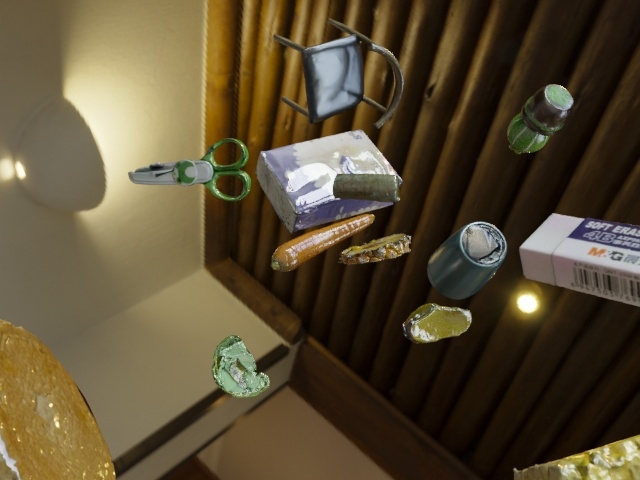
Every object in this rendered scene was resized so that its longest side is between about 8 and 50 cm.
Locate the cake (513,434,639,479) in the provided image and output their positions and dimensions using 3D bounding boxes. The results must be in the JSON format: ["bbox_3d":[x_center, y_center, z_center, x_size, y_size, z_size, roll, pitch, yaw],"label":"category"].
[{"bbox_3d":[0.481,0.415,1.007,0.227,0.286,0.222,102,-25,-66],"label":"cake"}]

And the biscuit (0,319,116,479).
[{"bbox_3d":[-0.243,0.171,0.577,0.225,0.042,0.226,62,-5,10],"label":"biscuit"}]

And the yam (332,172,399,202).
[{"bbox_3d":[0.087,-0.101,1.267,0.133,0.054,0.054,4,-64,21],"label":"yam"}]

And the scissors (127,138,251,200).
[{"bbox_3d":[-0.215,-0.109,1.087,0.205,0.027,0.100,-3,-84,11],"label":"scissors"}]

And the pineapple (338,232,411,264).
[{"bbox_3d":[0.149,0.028,1.805,0.221,0.221,0.047,-10,-82,46],"label":"pineapple"}]

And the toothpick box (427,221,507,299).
[{"bbox_3d":[0.293,0.038,1.331,0.120,0.120,0.184,48,-20,12],"label":"toothpick box"}]

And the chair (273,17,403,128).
[{"bbox_3d":[0.033,-0.356,1.443,0.272,0.166,0.188,39,-34,46],"label":"chair"}]

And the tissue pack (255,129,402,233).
[{"bbox_3d":[0.024,-0.171,1.847,0.242,0.344,0.125,57,-29,30],"label":"tissue pack"}]

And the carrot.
[{"bbox_3d":[0.000,0.000,1.456,0.062,0.271,0.066,50,-33,23],"label":"carrot"}]

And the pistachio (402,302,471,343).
[{"bbox_3d":[0.273,0.193,1.591,0.049,0.173,0.089,142,-63,-77],"label":"pistachio"}]

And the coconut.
[{"bbox_3d":[-0.202,0.302,1.578,0.055,0.133,0.158,-17,-85,59],"label":"coconut"}]

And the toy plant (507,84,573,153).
[{"bbox_3d":[0.449,-0.243,1.384,0.093,0.093,0.162,47,-35,13],"label":"toy plant"}]

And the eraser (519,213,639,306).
[{"bbox_3d":[0.496,0.034,1.138,0.287,0.130,0.086,15,-48,47],"label":"eraser"}]
